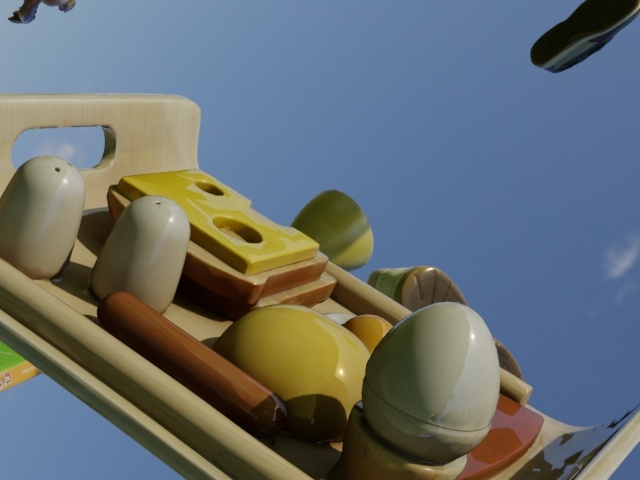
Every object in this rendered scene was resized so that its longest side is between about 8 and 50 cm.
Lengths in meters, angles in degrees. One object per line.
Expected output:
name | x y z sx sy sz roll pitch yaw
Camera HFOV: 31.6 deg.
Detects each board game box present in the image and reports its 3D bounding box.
board game box | -0.402 0.150 1.590 0.259 0.039 0.124 -27 -154 -33

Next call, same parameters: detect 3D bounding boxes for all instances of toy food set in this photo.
toy food set | -0.007 0.015 0.487 0.220 0.306 0.092 -14 133 -61

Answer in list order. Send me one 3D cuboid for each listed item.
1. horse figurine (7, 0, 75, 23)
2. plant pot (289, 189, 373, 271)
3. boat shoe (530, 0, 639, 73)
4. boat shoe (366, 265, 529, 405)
horse figurine | -0.321 -0.374 1.446 0.263 0.066 0.174 -55 -175 13
plant pot | 0.000 0.000 1.744 0.095 0.134 0.134 -27 -172 -38
boat shoe | 0.327 -0.254 1.371 0.152 0.049 0.056 -28 -123 34
boat shoe | 0.160 0.151 1.407 0.109 0.302 0.098 -46 -154 -23
